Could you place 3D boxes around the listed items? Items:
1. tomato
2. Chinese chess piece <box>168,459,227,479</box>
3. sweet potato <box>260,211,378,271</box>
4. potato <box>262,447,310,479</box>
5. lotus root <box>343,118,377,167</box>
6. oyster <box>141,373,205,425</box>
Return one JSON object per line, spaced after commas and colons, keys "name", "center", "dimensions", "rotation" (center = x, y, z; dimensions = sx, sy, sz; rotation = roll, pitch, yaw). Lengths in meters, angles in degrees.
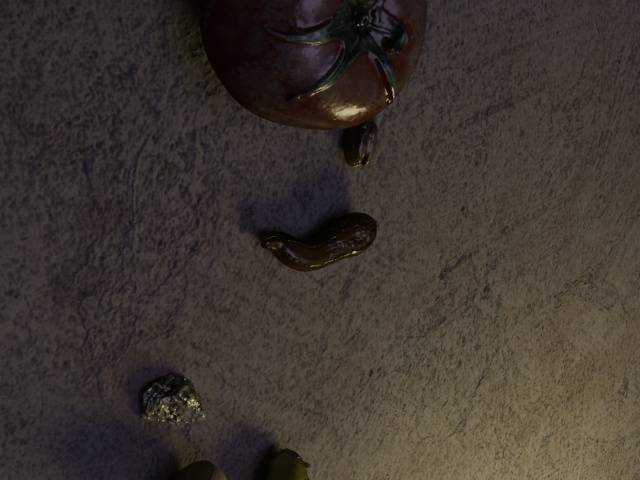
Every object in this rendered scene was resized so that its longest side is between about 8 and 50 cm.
{"name": "tomato", "center": [-0.005, -0.307, 1.236], "dimensions": [0.316, 0.282, 0.317], "rotation": [-13, 113, -34]}
{"name": "Chinese chess piece", "center": [-0.201, 0.401, 1.408], "dimensions": [0.122, 0.122, 0.051], "rotation": [-42, 110, -23]}
{"name": "sweet potato", "center": [0.000, 0.006, 1.500], "dimensions": [0.233, 0.062, 0.081], "rotation": [-14, 97, -34]}
{"name": "potato", "center": [-0.056, 0.454, 1.584], "dimensions": [0.105, 0.085, 0.188], "rotation": [-53, 139, -44]}
{"name": "lotus root", "center": [0.068, -0.169, 1.506], "dimensions": [0.054, 0.049, 0.099], "rotation": [6, 101, -34]}
{"name": "oyster", "center": [-0.227, 0.255, 1.394], "dimensions": [0.100, 0.037, 0.098], "rotation": [-24, 118, -34]}
